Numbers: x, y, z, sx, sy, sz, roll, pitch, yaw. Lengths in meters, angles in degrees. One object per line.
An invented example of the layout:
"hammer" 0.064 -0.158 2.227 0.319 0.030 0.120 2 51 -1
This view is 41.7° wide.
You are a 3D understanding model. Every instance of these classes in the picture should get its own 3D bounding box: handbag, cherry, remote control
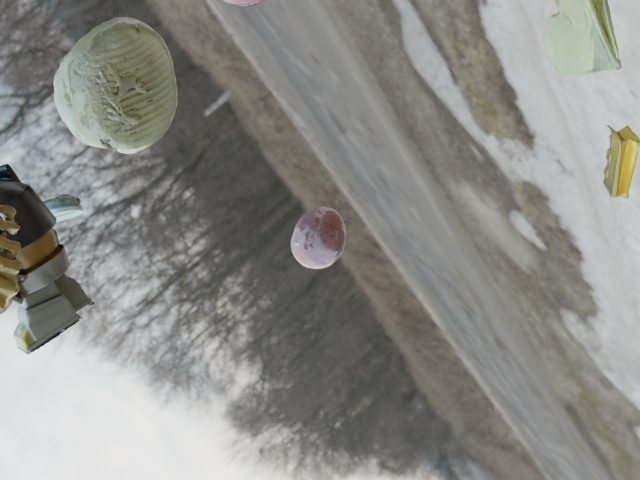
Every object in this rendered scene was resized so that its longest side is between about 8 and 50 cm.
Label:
"handbag" 0.379 -0.100 1.067 0.061 0.027 0.083 -87 -2 -61
"cherry" -0.002 -0.006 1.375 0.087 0.106 0.126 15 175 -2
"remote control" -0.676 -0.053 1.958 0.104 0.247 0.052 42 -147 -82

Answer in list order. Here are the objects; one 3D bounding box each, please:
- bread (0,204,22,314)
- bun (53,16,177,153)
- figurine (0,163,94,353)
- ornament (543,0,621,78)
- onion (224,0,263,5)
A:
"bread" -0.515 0.029 1.061 0.274 0.274 0.149 47 -171 29
"bun" -0.411 -0.305 1.672 0.168 0.273 0.273 15 153 37
"figurine" -0.488 0.019 1.365 0.308 0.143 0.308 159 90 -83
"ornament" 0.403 -0.320 1.271 0.201 0.059 0.180 71 176 -55
"onion" -0.139 -0.505 1.438 0.200 0.200 0.207 48 138 17
